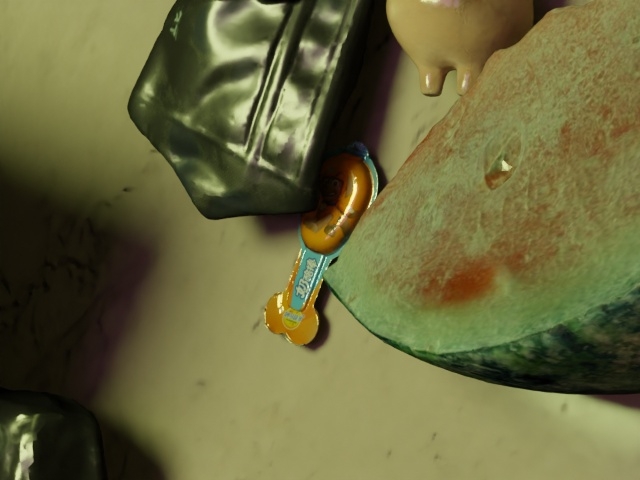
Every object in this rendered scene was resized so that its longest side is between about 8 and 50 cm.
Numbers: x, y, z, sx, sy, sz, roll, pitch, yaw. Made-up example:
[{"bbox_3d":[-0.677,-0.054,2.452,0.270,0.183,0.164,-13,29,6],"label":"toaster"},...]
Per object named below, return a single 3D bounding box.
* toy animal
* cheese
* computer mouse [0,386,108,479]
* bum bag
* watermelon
[{"bbox_3d":[0.076,-0.139,0.497,0.089,0.084,0.150,-138,59,-77],"label":"toy animal"},{"bbox_3d":[0.001,0.000,0.558,0.047,0.017,0.111,22,92,41],"label":"cheese"},{"bbox_3d":[-0.179,0.216,0.582,0.170,0.100,0.269,-9,69,38],"label":"computer mouse"},{"bbox_3d":[-0.015,-0.160,0.569,0.137,0.074,0.309,19,87,30],"label":"bum bag"},{"bbox_3d":[0.147,-0.046,0.417,0.318,0.148,0.226,-34,42,40],"label":"watermelon"}]
